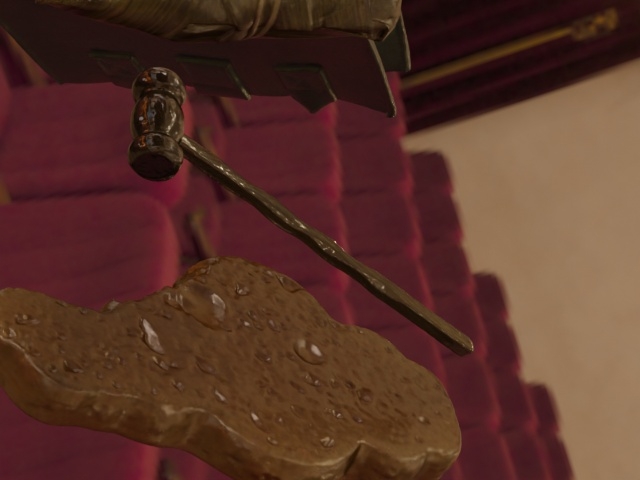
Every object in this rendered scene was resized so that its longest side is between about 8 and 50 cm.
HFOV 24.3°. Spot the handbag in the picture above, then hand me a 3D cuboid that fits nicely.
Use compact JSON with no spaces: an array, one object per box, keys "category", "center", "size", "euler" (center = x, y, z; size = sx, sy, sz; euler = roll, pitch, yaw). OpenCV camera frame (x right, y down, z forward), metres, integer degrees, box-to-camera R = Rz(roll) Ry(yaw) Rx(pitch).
[{"category":"handbag","center":[-0.100,-0.188,1.227],"size":[0.238,0.326,0.089],"euler":[62,36,-68]}]

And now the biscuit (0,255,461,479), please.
[{"category":"biscuit","center":[-0.056,0.078,0.873],"size":[0.320,0.047,0.183],"euler":[6,36,-45]}]

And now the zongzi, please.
[{"category":"zongzi","center":[-0.081,-0.139,0.649],"size":[0.187,0.184,0.084],"euler":[33,-55,44]}]

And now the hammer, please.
[{"category":"hammer","center":[0.000,0.000,0.843],"size":[0.292,0.029,0.058],"euler":[36,42,-39]}]
